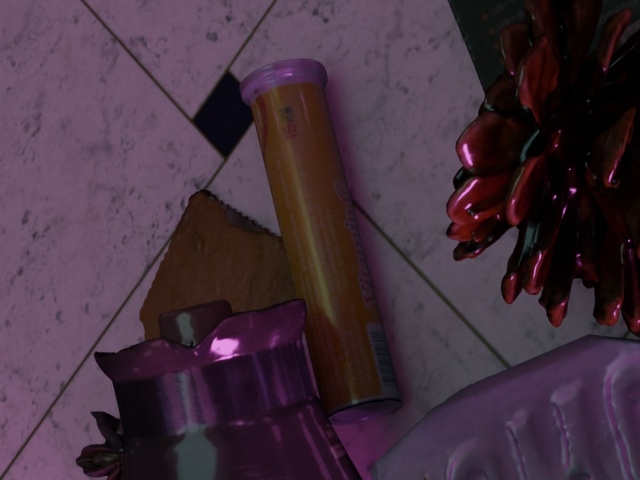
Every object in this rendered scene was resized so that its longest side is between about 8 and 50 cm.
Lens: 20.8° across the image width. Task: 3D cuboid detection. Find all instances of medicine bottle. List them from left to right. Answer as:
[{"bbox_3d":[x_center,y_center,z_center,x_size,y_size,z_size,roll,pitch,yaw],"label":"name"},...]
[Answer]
[{"bbox_3d":[0.000,0.000,2.033,0.108,0.108,0.426,-26,67,31],"label":"medicine bottle"}]

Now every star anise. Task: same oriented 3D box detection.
[{"bbox_3d":[-0.216,0.279,2.155,0.212,0.073,0.197,-34,71,38],"label":"star anise"}]

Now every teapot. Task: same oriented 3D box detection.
[{"bbox_3d":[-0.092,0.245,1.906,0.305,0.376,0.362,-12,90,-1],"label":"teapot"}]

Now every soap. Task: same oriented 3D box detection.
[{"bbox_3d":[0.277,0.240,1.751,0.446,0.156,0.261,-26,67,32],"label":"soap"}]

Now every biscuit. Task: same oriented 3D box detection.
[{"bbox_3d":[-0.129,0.080,2.175,0.232,0.013,0.237,31,100,36],"label":"biscuit"}]

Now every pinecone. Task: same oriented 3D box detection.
[{"bbox_3d":[0.321,-0.075,1.669,0.384,0.384,0.384,-8,77,36],"label":"pinecone"}]

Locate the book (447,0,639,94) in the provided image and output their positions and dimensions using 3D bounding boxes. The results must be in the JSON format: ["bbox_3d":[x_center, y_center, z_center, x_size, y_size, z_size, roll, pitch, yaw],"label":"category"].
[{"bbox_3d":[0.259,-0.297,1.937,0.260,0.043,0.371,-29,66,27],"label":"book"}]
